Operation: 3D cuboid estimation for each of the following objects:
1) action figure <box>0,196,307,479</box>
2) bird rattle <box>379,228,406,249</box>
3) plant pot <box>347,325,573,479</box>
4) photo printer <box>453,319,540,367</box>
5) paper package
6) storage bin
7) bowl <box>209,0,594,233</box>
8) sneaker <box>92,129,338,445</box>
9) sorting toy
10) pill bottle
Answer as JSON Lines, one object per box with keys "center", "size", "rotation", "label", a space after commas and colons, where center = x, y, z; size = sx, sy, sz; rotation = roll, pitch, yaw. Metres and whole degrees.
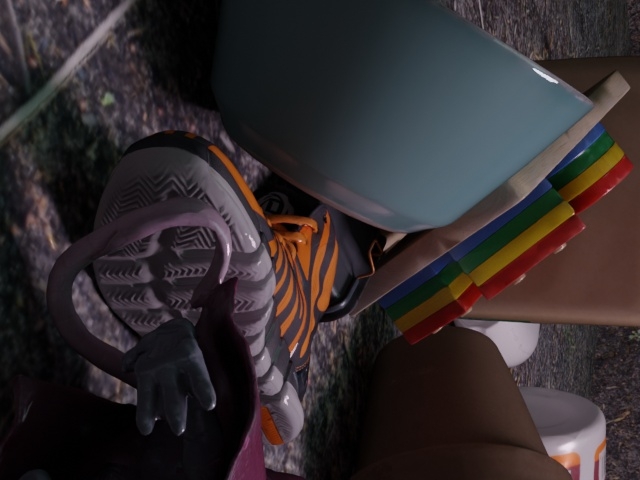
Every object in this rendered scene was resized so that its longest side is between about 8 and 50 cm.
{"center": [-0.082, 0.189, 0.676], "size": [0.370, 0.248, 0.276], "rotation": [48, 25, -58], "label": "action figure"}
{"center": [0.073, -0.077, 1.048], "size": [0.253, 0.143, 0.207], "rotation": [-22, 128, -62], "label": "bird rattle"}
{"center": [0.139, 0.228, 1.120], "size": [0.263, 0.263, 0.229], "rotation": [61, 20, -51], "label": "plant pot"}
{"center": [0.285, 0.040, 1.568], "size": [0.256, 0.107, 0.308], "rotation": [43, 53, -61], "label": "photo printer"}
{"center": [0.256, -0.055, 1.212], "size": [0.168, 0.324, 0.310], "rotation": [13, 79, -67], "label": "paper package"}
{"center": [0.000, 0.000, 0.923], "size": [0.091, 0.098, 0.135], "rotation": [65, 33, -28], "label": "storage bin"}
{"center": [0.037, -0.120, 0.788], "size": [0.163, 0.311, 0.311], "rotation": [-59, 161, 14], "label": "bowl"}
{"center": [-0.067, 0.002, 0.749], "size": [0.321, 0.124, 0.180], "rotation": [80, 19, -50], "label": "sneaker"}
{"center": [0.180, -0.021, 0.980], "size": [0.089, 0.255, 0.257], "rotation": [51, 47, 0], "label": "sorting toy"}
{"center": [0.327, 0.447, 1.559], "size": [0.224, 0.224, 0.392], "rotation": [-28, 118, -64], "label": "pill bottle"}
